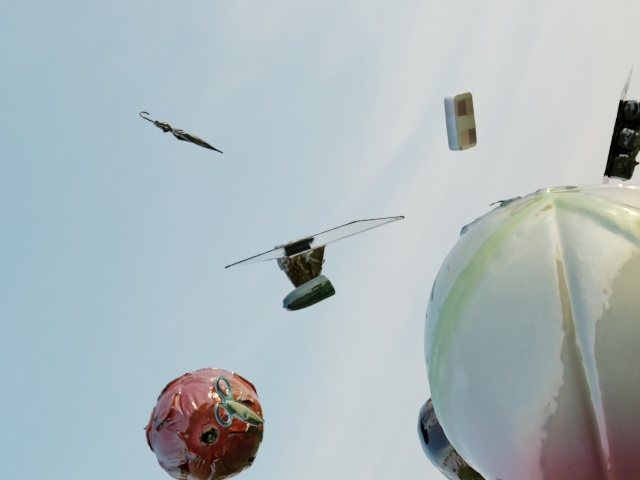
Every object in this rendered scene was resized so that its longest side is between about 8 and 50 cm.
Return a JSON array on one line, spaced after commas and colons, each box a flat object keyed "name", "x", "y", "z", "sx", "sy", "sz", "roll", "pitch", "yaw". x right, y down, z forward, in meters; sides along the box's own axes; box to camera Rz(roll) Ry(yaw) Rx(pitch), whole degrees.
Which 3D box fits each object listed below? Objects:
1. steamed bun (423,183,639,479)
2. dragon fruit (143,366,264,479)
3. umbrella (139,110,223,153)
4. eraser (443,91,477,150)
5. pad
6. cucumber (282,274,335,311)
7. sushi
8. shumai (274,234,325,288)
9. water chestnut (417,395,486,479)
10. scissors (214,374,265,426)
[{"name": "steamed bun", "x": 0.236, "y": 0.124, "z": 1.036, "sx": 0.309, "sy": 0.309, "sz": 0.309, "roll": -51, "pitch": -24, "yaw": -32}, {"name": "dragon fruit", "x": -0.218, "y": 0.357, "z": 2.349, "sx": 0.241, "sy": 0.252, "sz": 0.241, "roll": 1, "pitch": -92, "yaw": -31}, {"name": "umbrella", "x": -0.185, "y": -0.140, "z": 1.610, "sx": 0.013, "sy": 0.122, "sz": 0.022, "roll": -62, "pitch": 3, "yaw": 34}, {"name": "eraser", "x": 0.261, "y": -0.222, "z": 2.271, "sx": 0.065, "sy": 0.026, "sz": 0.105, "roll": -21, "pitch": -73, "yaw": -49}, {"name": "pad", "x": 0.000, "y": 0.001, "z": 1.781, "sx": 0.300, "sy": 0.202, "sz": 0.005, "roll": -8, "pitch": -101, "yaw": -74}, {"name": "cucumber", "x": -0.027, "y": 0.106, "z": 2.383, "sx": 0.105, "sy": 0.048, "sz": 0.048, "roll": -25, "pitch": -31, "yaw": -10}, {"name": "sushi", "x": 0.480, "y": -0.147, "z": 1.900, "sx": 0.231, "sy": 0.047, "sz": 0.219, "roll": -47, "pitch": -34, "yaw": -62}, {"name": "shumai", "x": -0.034, "y": 0.046, "z": 2.558, "sx": 0.139, "sy": 0.123, "sz": 0.105, "roll": 9, "pitch": -42, "yaw": -33}, {"name": "water chestnut", "x": 0.268, "y": 0.302, "z": 2.014, "sx": 0.223, "sy": 0.224, "sz": 0.238, "roll": 89, "pitch": 177, "yaw": -52}, {"name": "scissors", "x": -0.093, "y": 0.195, "z": 1.394, "sx": 0.119, "sy": 0.014, "sz": 0.058, "roll": 46, "pitch": -143, "yaw": -56}]
